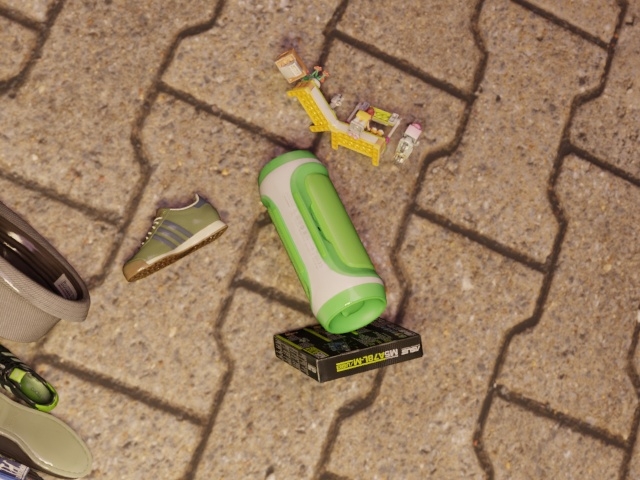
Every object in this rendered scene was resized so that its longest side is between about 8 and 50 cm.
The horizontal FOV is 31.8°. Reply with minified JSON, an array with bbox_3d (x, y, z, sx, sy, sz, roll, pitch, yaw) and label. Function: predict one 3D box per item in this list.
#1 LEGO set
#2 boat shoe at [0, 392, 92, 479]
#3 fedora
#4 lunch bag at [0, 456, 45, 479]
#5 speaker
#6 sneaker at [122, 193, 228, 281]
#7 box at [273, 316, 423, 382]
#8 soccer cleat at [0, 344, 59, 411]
[{"bbox_3d":[0.048,-0.241,1.961,0.287,0.132,0.107,35,59,-2],"label":"LEGO set"},{"bbox_3d":[-0.449,0.293,1.679,0.228,0.069,0.081,33,43,-10],"label":"boat shoe"},{"bbox_3d":[-0.477,0.052,1.672,0.275,0.244,0.124,42,97,-8],"label":"fedora"},{"bbox_3d":[-0.496,0.331,1.523,0.243,0.303,0.115,26,73,-12],"label":"lunch bag"},{"bbox_3d":[0.000,0.000,1.834,0.131,0.131,0.296,-14,61,-22],"label":"speaker"},{"bbox_3d":[-0.251,-0.010,1.829,0.192,0.064,0.086,-29,80,-24],"label":"sneaker"},{"bbox_3d":[0.042,0.170,1.816,0.184,0.190,0.045,-14,103,-22],"label":"box"},{"bbox_3d":[-0.469,0.196,1.690,0.179,0.072,0.060,35,68,-9],"label":"soccer cleat"}]
